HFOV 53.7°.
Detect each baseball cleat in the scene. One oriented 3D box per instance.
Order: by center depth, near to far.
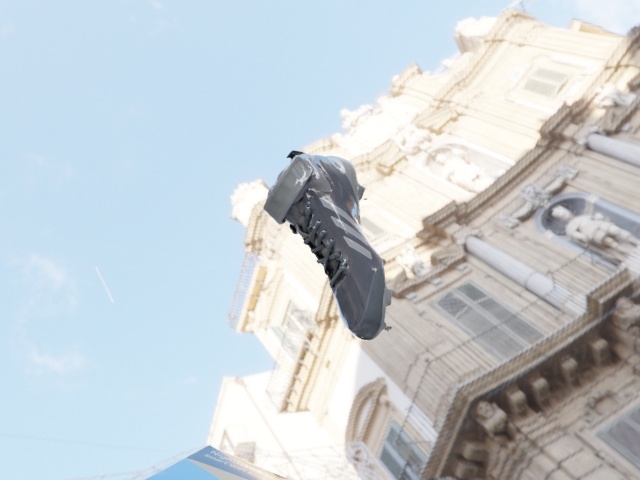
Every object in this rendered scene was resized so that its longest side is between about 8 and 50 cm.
[{"bbox_3d":[0.000,0.000,0.593,0.109,0.206,0.072,9,-43,-24],"label":"baseball cleat"}]

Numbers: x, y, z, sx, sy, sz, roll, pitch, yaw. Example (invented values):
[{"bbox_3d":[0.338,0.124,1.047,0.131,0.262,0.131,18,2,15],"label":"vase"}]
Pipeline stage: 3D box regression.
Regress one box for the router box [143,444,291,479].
[{"bbox_3d":[-0.011,0.169,0.317,0.133,0.179,0.046,24,-96,-76],"label":"router box"}]
